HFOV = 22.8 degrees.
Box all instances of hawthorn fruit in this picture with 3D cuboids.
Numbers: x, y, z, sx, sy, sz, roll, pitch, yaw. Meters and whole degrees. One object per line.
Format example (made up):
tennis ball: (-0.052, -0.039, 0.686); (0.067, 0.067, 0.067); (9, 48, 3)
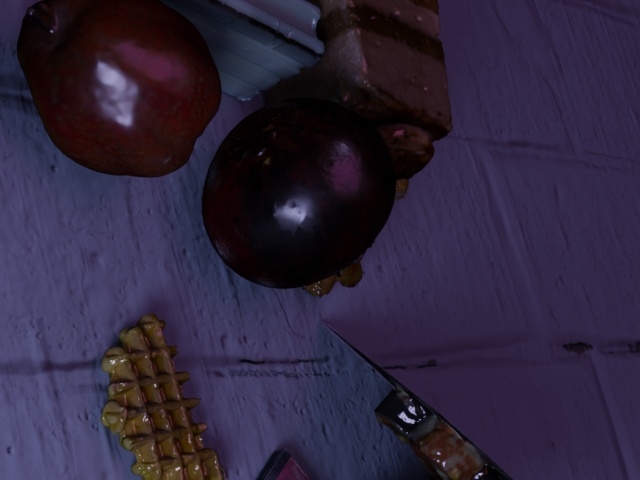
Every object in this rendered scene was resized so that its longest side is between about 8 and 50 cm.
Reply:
hawthorn fruit: (-0.227, -0.185, 1.700); (0.248, 0.208, 0.208); (43, 40, -39)

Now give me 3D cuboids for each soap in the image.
soap: (-0.129, -0.268, 1.922); (0.261, 0.150, 0.094); (21, 56, -44)

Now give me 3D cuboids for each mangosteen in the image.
mangosteen: (-0.009, -0.034, 1.868); (0.261, 0.235, 0.235); (52, 36, -35)

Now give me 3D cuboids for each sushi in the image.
sushi: (0.146, 0.264, 1.903); (0.320, 0.069, 0.339); (43, -4, -28)

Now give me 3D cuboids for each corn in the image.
corn: (0.106, -0.100, 2.207); (0.037, 0.037, 0.092); (29, 46, -39)

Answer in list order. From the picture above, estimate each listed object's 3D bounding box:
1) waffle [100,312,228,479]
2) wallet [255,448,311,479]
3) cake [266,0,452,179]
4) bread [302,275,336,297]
waffle: (-0.164, 0.185, 1.686); (0.192, 0.046, 0.160); (50, 38, -20)
wallet: (-0.057, 0.343, 1.739); (0.119, 0.025, 0.232); (54, 37, -14)
cake: (0.041, -0.206, 2.071); (0.199, 0.196, 0.293); (14, 63, -45)
bread: (0.000, 0.000, 2.010); (0.126, 0.044, 0.129); (61, 32, -5)
